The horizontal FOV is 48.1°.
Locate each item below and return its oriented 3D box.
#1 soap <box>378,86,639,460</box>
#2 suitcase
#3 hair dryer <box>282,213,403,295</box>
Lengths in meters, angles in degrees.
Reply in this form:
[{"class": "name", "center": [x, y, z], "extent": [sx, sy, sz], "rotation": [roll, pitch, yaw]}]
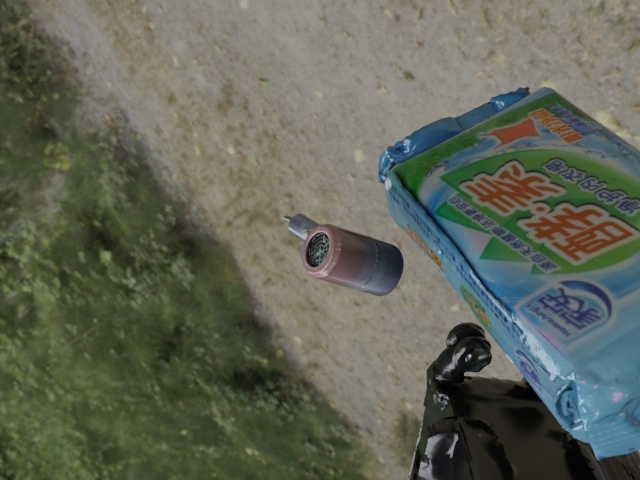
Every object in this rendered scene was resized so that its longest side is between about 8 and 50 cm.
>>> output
[{"class": "soap", "center": [0.156, -0.002, 0.474], "extent": [0.293, 0.156, 0.077], "rotation": [56, 171, 48]}, {"class": "suitcase", "center": [0.150, 0.314, 0.581], "extent": [0.283, 0.194, 0.434], "rotation": [-95, 13, -63]}, {"class": "hair dryer", "center": [0.000, 0.000, 0.501], "extent": [0.063, 0.037, 0.114], "rotation": [18, -172, -38]}]
